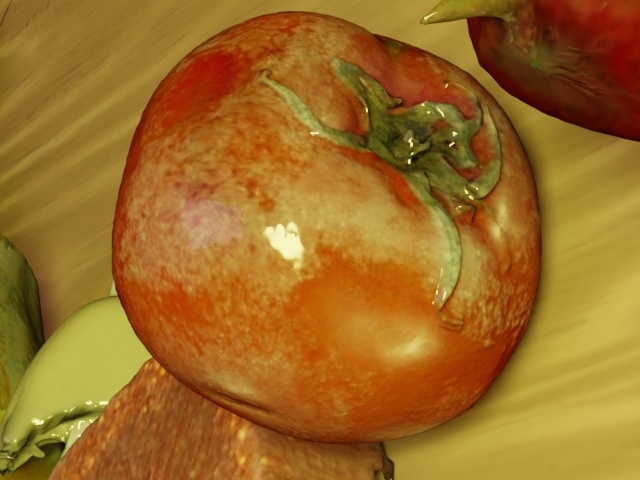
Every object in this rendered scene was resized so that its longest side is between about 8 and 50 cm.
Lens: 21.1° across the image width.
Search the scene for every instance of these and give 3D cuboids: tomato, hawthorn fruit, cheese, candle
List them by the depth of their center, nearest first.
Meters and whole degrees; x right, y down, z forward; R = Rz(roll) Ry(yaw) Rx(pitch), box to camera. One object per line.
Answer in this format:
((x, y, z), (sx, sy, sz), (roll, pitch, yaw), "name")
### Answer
((0.143, -0.129, 0.702), (0.189, 0.251, 0.189), (26, 127, 41), "hawthorn fruit")
((-0.004, -0.001, 0.883), (0.188, 0.232, 0.232), (-53, 37, 43), "tomato")
((-0.066, 0.173, 0.984), (0.317, 0.131, 0.287), (15, 87, 57), "candle")
((-0.131, 0.057, 1.164), (0.049, 0.127, 0.235), (91, -169, -64), "cheese")

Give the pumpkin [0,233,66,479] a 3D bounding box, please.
((-0.324, 0.157, 1.228), (0.332, 0.332, 0.199), (-53, 52, 30), "pumpkin")
